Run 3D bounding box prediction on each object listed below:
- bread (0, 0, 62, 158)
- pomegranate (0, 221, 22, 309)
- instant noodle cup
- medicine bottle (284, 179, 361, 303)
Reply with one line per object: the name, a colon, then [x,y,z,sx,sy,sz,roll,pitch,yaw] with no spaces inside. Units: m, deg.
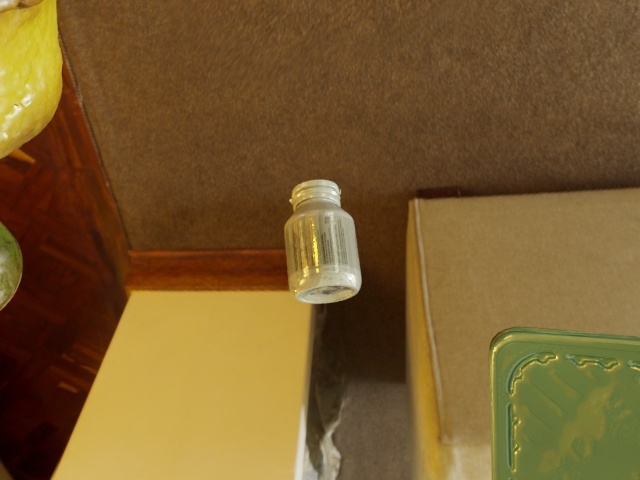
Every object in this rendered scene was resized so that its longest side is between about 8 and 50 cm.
bread: [-0.416,-0.193,0.519,0.398,0.398,0.215,5,130,0]
pomegranate: [-0.391,0.034,0.571,0.152,0.191,0.131,15,129,42]
instant noodle cup: [0.218,0.157,0.475,0.157,0.070,0.179,0,92,35]
medicine bottle: [0.000,0.000,1.139,0.135,0.215,0.135,-6,158,-2]
